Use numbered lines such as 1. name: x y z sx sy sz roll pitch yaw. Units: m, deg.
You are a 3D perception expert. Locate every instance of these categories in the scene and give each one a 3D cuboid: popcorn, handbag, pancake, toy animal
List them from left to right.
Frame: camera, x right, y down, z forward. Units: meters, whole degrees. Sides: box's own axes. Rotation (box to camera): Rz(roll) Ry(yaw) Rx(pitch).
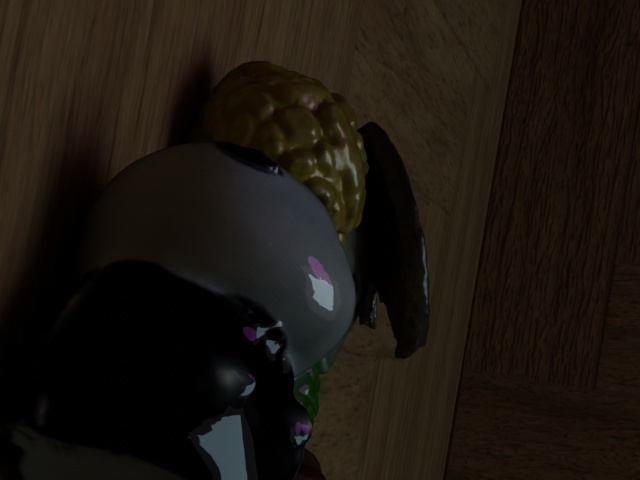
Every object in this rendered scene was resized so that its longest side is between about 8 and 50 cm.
1. toy animal: -0.083 0.072 1.241 0.213 0.212 0.267 84 26 -52
2. popcorn: -0.037 -0.058 1.512 0.180 0.170 0.180 -8 99 -60
3. handbag: 0.000 0.000 1.908 0.256 0.079 0.219 -60 152 -64
4. pancake: 0.067 0.009 2.043 0.286 0.033 0.288 100 -20 -50

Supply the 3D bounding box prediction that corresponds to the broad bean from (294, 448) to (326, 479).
1. broad bean: -0.053 0.268 1.740 0.228 0.122 0.156 -14 110 -74
